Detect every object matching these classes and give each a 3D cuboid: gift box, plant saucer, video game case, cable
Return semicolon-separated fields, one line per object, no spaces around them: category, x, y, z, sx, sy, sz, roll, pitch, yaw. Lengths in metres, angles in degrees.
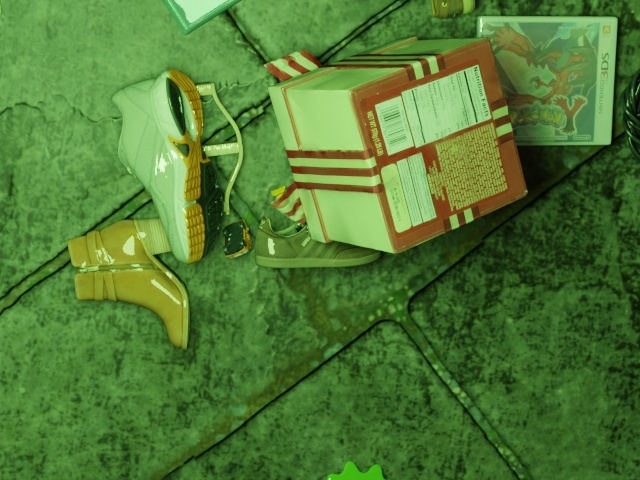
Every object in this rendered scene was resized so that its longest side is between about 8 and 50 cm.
gift box;0.074;-0.135;1.762;0.276;0.258;0.255;-18;104;-24
plant saucer;-0.121;-0.357;1.822;0.192;0.018;0.067;-32;103;2
video game case;0.318;-0.226;1.901;0.201;0.023;0.183;-1;102;-7
cable;0.511;-0.168;1.925;0.150;0.047;0.184;-15;104;-3

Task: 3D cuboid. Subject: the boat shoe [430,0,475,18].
boat shoe;0.160;-0.387;1.826;0.060;0.064;0.178;-19;106;-5

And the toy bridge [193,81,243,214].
toy bridge;-0.140;-0.127;1.864;0.063;0.026;0.188;-8;103;-6

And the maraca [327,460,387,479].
maraca;0.055;0.420;1.973;0.127;0.099;0.185;9;75;-14

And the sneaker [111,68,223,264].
sneaker;-0.214;-0.096;1.828;0.121;0.099;0.262;-7;94;28

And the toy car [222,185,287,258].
toy car;-0.083;-0.018;1.882;0.122;0.060;0.040;-34;136;8

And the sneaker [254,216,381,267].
sneaker;0.000;0.000;1.875;0.188;0.066;0.071;-3;98;-24

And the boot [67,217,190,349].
boot;-0.264;0.069;1.870;0.152;0.073;0.197;-12;91;-6
